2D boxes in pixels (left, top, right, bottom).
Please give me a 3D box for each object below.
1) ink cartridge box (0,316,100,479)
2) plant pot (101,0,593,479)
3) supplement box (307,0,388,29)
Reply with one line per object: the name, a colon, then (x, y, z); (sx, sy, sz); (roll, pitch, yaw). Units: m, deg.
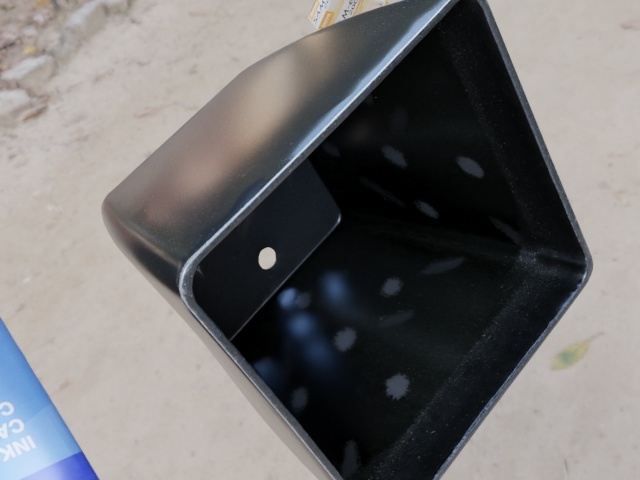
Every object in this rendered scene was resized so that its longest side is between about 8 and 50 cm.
ink cartridge box: (-0.227, 0.152, 0.475); (0.151, 0.270, 0.395); (-23, 56, -29)
plant pot: (0.000, 0.000, 0.447); (0.187, 0.188, 0.167); (-47, 35, -20)
supplement box: (0.040, -0.329, 1.226); (0.098, 0.062, 0.036); (-1, 45, -34)
